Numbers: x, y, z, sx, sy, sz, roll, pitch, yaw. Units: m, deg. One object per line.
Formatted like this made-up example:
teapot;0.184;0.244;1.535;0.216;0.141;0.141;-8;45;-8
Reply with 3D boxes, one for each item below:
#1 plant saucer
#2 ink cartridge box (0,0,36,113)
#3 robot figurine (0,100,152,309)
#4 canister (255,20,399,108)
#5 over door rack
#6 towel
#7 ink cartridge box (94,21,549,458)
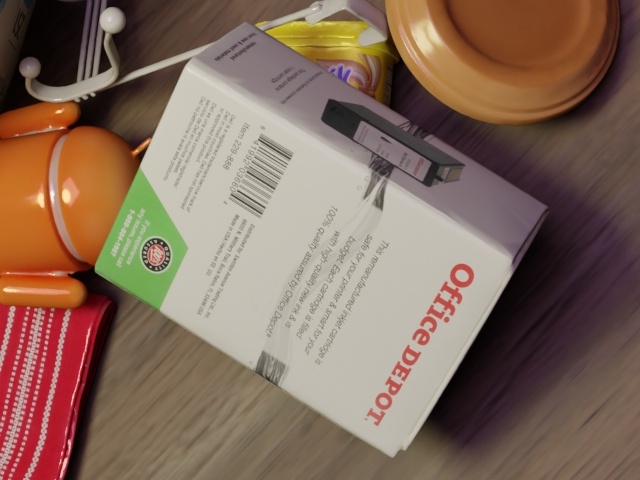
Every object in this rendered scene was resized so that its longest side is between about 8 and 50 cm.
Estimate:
plant saucer;0.152;-0.192;1.441;0.200;0.037;0.200;4;75;-14
ink cartridge box;-0.317;-0.137;1.507;0.066;0.296;0.261;18;86;-2
robot figurine;-0.242;-0.029;1.554;0.219;0.128;0.158;-8;39;18
canister;-0.001;-0.095;1.512;0.126;0.073;0.170;2;83;20
over door rack;-0.105;-0.260;1.511;0.324;0.108;0.239;-9;59;22
towel;-0.327;0.114;1.610;0.275;0.031;0.199;14;85;20
ink cartridge box;0.000;0.000;1.400;0.289;0.121;0.211;32;120;6
